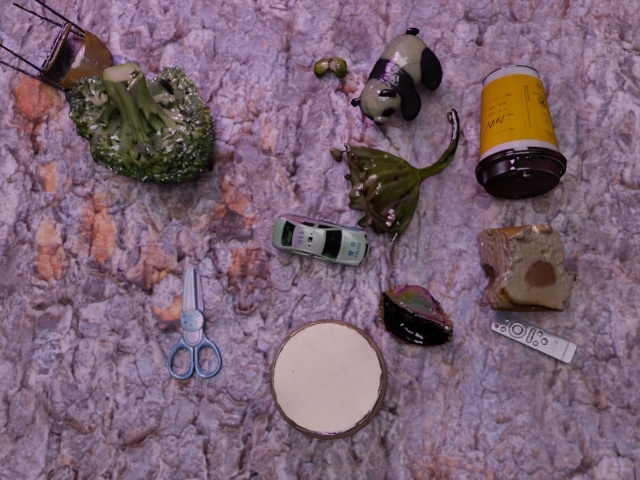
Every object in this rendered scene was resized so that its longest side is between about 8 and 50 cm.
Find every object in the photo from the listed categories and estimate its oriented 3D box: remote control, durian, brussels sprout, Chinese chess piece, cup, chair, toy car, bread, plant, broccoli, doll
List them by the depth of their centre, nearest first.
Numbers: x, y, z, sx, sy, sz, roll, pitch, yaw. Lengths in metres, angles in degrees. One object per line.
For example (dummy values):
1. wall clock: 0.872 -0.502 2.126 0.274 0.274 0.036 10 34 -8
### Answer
1. bread: 0.457 0.064 1.501 0.211 0.224 0.184 7 83 -1
2. Chinese chess piece: 0.018 0.300 1.538 0.257 0.104 0.257 -1 77 5
3. remote control: 0.467 0.212 1.557 0.184 0.027 0.050 24 79 15
4. durian: 0.210 0.160 1.571 0.186 0.119 0.108 26 42 -1
5. cup: 0.439 -0.240 1.590 0.196 0.196 0.280 -2 68 5
6. plant: 0.213 -0.154 1.599 0.333 0.180 0.251 -22 86 -4
7. toy car: 0.000 0.000 1.612 0.224 0.076 0.090 12 95 8
8. broccoli: -0.404 -0.304 1.643 0.375 0.302 0.249 25 42 15
9. doll: 0.175 -0.370 1.645 0.143 0.135 0.234 29 83 43
10. brussels sprout: 0.024 -0.425 1.735 0.083 0.046 0.051 -1 118 6
11. chair: -0.664 -0.478 1.765 0.246 0.172 0.159 27 77 -33

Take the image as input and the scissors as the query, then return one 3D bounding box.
1. scissors: -0.293 0.189 1.631 0.125 0.030 0.256 -5 79 5
